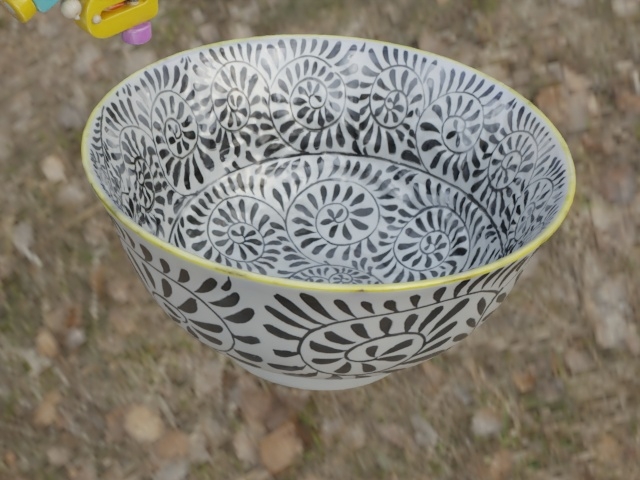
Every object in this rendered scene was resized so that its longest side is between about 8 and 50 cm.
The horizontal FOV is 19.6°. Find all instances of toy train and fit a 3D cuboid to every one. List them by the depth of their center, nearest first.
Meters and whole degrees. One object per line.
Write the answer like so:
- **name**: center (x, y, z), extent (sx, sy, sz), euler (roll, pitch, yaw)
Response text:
- **toy train**: center (-0.128, -0.180, 1.079), extent (0.046, 0.166, 0.125), euler (34, 113, 38)

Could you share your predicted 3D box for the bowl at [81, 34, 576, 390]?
- **bowl**: center (0.000, 0.000, 0.659), extent (0.170, 0.080, 0.170), euler (4, 33, -3)
